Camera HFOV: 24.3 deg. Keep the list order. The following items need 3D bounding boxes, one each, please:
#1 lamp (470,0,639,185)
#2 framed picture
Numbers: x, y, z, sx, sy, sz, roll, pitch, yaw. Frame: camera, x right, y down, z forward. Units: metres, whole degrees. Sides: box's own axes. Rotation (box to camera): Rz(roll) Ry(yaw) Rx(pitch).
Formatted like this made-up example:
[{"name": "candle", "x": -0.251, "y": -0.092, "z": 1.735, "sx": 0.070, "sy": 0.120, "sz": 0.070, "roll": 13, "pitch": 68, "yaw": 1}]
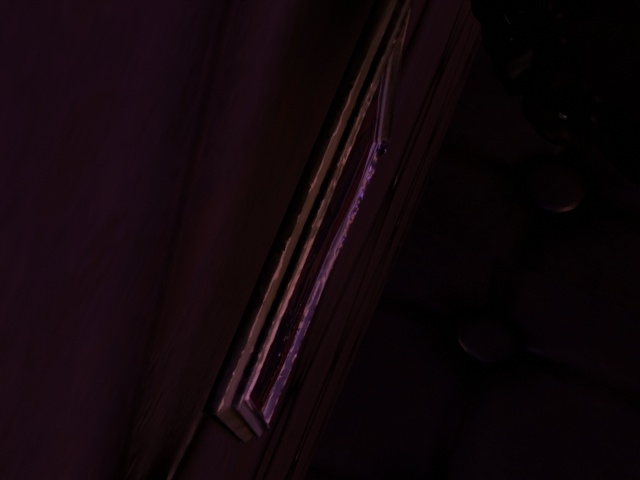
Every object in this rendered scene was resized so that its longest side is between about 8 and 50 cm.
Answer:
[{"name": "lamp", "x": 0.172, "y": -0.139, "z": 0.516, "sx": 0.303, "sy": 0.257, "sz": 0.303, "roll": -17, "pitch": 90, "yaw": -79}, {"name": "framed picture", "x": 0.000, "y": 0.000, "z": 0.753, "sx": 0.273, "sy": 0.016, "sz": 0.216, "roll": 86, "pitch": 26, "yaw": -80}]
